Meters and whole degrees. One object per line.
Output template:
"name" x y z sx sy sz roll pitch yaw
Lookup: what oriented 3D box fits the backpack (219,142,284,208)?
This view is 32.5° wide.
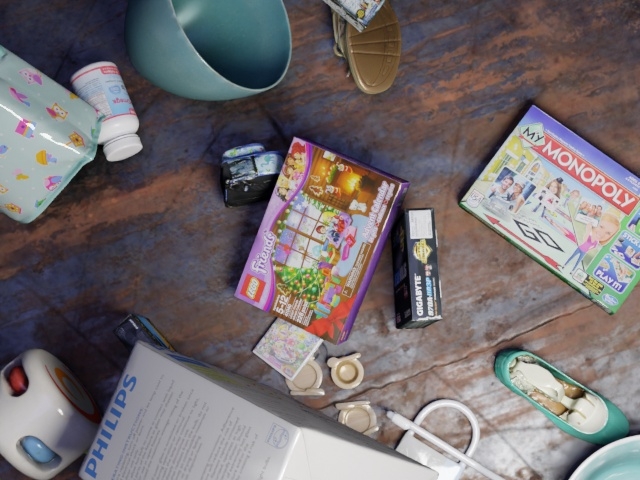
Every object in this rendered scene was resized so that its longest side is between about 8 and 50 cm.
"backpack" -0.114 -0.116 1.874 0.114 0.105 0.084 -11 70 -9

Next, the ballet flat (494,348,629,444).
"ballet flat" 0.395 0.260 1.797 0.247 0.087 0.083 31 85 7

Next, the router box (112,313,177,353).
"router box" -0.258 0.204 1.821 0.046 0.133 0.179 -42 82 -2

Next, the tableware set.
"tableware set" 0.016 0.267 1.853 0.141 0.020 0.168 -11 82 2

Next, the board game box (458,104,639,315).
"board game box" 0.425 -0.053 1.862 0.317 0.046 0.213 36 86 8

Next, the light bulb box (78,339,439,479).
"light bulb box" -0.089 0.342 1.614 0.361 0.358 0.225 19 83 42

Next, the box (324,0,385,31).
"box" 0.072 -0.434 1.861 0.094 0.027 0.137 38 70 -13

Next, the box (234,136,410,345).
"box" 0.000 0.000 1.816 0.201 0.057 0.293 24 102 17

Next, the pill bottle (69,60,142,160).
"pill bottle" -0.369 -0.224 1.912 0.087 0.087 0.160 -23 82 0

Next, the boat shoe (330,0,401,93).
"boat shoe" 0.070 -0.390 1.920 0.105 0.089 0.285 -4 84 -23

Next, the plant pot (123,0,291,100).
"plant pot" -0.216 -0.354 1.851 0.195 0.290 0.290 -20 79 36

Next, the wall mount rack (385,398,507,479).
"wall mount rack" 0.186 0.440 1.763 0.304 0.130 0.350 31 86 7

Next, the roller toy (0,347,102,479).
"roller toy" -0.464 0.285 1.793 0.146 0.191 0.209 -39 82 -2

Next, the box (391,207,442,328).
"box" 0.153 0.050 1.775 0.051 0.220 0.175 -3 82 -3

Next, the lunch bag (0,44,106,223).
"lunch bag" -0.522 -0.158 1.827 0.223 0.160 0.262 33 129 -26

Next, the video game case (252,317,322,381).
"video game case" -0.046 0.166 1.868 0.087 0.011 0.122 35 84 17

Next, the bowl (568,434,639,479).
"bowl" 0.509 0.459 1.724 0.312 0.163 0.311 0 82 3
